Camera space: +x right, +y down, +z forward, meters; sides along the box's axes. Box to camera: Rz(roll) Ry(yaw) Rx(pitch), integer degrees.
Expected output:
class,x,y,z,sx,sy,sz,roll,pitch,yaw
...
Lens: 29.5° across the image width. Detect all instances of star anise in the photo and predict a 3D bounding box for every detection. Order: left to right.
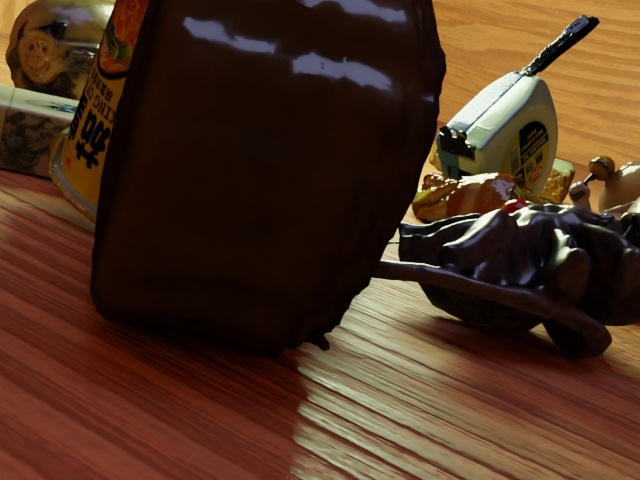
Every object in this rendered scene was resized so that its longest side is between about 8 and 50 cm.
class,x,y,z,sx,sy,sz,roll,pitch,yaw
star anise,0.184,0.035,1.101,0.359,0.139,0.316,2,-1,17

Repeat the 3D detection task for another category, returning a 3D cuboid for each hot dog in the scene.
class,x,y,z,sx,sy,sz,roll,pitch,yaw
hot dog,0.232,-0.047,1.628,0.261,0.093,0.123,20,11,26

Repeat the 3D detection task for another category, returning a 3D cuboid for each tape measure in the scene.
class,x,y,z,sx,sy,sz,roll,pitch,yaw
tape measure,0.305,-0.174,1.822,0.098,0.215,0.351,25,54,36

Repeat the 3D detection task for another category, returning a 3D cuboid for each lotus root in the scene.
class,x,y,z,sx,sy,sz,roll,pitch,yaw
lotus root,-0.303,-0.243,1.689,0.182,0.183,0.310,20,9,25

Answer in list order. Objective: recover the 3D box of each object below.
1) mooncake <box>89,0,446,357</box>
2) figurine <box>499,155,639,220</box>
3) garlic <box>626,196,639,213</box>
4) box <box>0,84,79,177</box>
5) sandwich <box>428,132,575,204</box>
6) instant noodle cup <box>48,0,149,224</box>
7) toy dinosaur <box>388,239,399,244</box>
class,x,y,z,sx,sy,sz,roll,pitch,yaw
mooncake,-0.042,-0.083,0.833,0.187,0.324,0.324,15,10,-11
figurine,0.364,-0.013,1.437,0.287,0.186,0.176,-5,-3,-21
garlic,0.384,0.021,1.225,0.145,0.164,0.245,-1,17,5
box,-0.307,-0.117,1.321,0.256,0.069,0.164,11,11,-14
sandwich,0.338,-0.133,2.247,0.251,0.087,0.226,19,13,11
instant noodle cup,-0.068,-0.149,1.123,0.325,0.254,0.325,15,26,-7
toy dinosaur,0.000,0.001,1.225,0.220,0.032,0.108,3,18,-39
